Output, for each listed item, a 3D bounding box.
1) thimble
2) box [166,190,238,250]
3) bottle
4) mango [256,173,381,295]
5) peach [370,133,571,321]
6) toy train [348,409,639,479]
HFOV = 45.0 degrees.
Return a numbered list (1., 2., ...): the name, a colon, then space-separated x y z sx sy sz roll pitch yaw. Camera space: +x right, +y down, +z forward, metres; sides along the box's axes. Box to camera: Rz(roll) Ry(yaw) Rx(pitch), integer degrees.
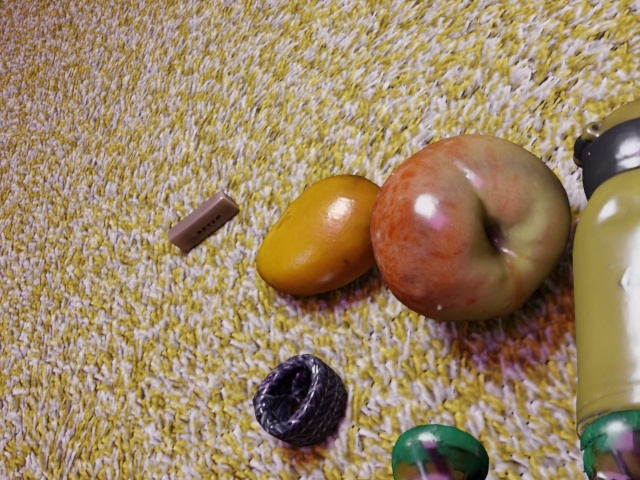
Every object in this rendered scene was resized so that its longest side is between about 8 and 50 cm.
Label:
1. thimble: -0.024 0.193 0.930 0.104 0.066 0.095 -36 45 11
2. box: -0.182 -0.029 1.198 0.115 0.048 0.025 -37 56 10
3. bottle: 0.324 0.020 0.721 0.171 0.171 0.351 -10 57 31
4. mango: 0.000 0.000 1.014 0.219 0.112 0.145 -32 47 31
5. peach: 0.158 -0.015 0.864 0.232 0.232 0.233 -18 53 26
6. toy train: 0.178 0.286 0.611 0.429 0.249 0.178 -7 37 17
